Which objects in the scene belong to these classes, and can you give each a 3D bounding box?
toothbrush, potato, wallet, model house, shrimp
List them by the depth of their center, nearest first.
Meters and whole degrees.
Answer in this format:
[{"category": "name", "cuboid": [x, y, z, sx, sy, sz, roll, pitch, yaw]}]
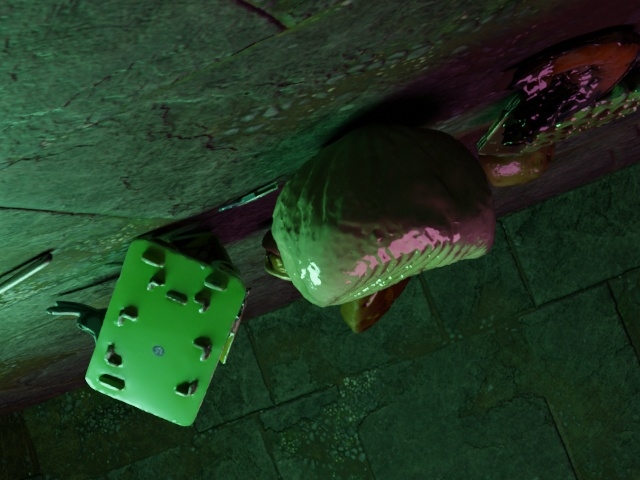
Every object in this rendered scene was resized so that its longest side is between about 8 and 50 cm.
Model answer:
[{"category": "shrimp", "cuboid": [0.338, -0.218, 1.565, 0.222, 0.054, 0.290, -11, 159, -40]}, {"category": "toothbrush", "cuboid": [-0.516, 0.082, 1.606, 0.304, 0.030, 0.030, -27, 171, 27]}, {"category": "wallet", "cuboid": [0.328, -0.197, 1.731, 0.095, 0.026, 0.176, -5, 154, -22]}, {"category": "model house", "cuboid": [-0.292, 0.080, 1.863, 0.323, 0.340, 0.300, -65, 178, -67]}, {"category": "potato", "cuboid": [0.409, -0.160, 2.154, 0.149, 0.081, 0.120, -23, 174, 22]}]

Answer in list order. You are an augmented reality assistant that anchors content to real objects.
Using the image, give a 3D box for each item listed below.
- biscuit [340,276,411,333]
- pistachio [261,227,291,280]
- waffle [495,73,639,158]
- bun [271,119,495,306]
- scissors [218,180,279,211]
[{"category": "biscuit", "cuboid": [0.155, 0.007, 2.011, 0.350, 0.070, 0.394, -54, 164, -18]}, {"category": "pistachio", "cuboid": [0.000, 0.000, 2.006, 0.229, 0.157, 0.157, -16, 172, -8]}, {"category": "waffle", "cuboid": [0.453, -0.222, 1.904, 0.309, 0.056, 0.292, -19, 173, 11]}, {"category": "bun", "cuboid": [0.093, -0.048, 1.533, 0.352, 0.227, 0.349, -13, 170, -32]}, {"category": "scissors", "cuboid": [-0.108, -0.069, 1.661, 0.119, 0.014, 0.058, -22, 177, 37]}]
